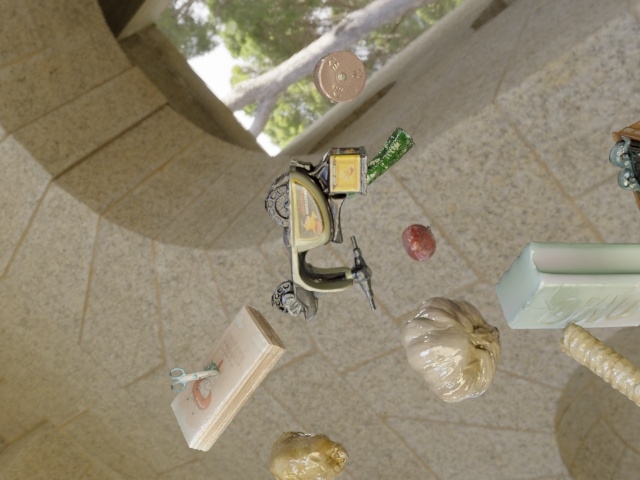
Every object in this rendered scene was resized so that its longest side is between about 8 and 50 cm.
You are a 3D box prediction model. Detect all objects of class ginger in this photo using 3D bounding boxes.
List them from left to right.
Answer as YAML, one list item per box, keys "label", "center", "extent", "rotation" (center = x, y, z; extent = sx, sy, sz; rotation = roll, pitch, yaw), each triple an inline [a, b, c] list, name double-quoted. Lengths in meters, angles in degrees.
- label: "ginger"
  center: [-0.043, 0.564, 1.662]
  extent: [0.138, 0.267, 0.152]
  rotation: [51, -126, -28]

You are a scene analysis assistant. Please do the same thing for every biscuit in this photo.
- label: "biscuit"
  center: [0.494, 0.218, 1.072]
  extent: [0.055, 0.061, 0.219]
  rotation: [-10, -144, -35]

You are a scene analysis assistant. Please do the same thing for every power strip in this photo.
- label: "power strip"
  center: [0.057, -0.489, 1.921]
  extent: [0.154, 0.154, 0.078]
  rotation: [40, 180, -20]

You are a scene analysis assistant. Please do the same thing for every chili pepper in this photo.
- label: "chili pepper"
  center: [0.151, -0.192, 1.679]
  extent: [0.059, 0.227, 0.088]
  rotation: [42, 178, 23]

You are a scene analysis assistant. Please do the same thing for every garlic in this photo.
- label: "garlic"
  center: [0.285, 0.223, 1.352]
  extent: [0.228, 0.152, 0.228]
  rotation: [11, -119, -20]

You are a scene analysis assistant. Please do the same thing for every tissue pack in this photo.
- label: "tissue pack"
  center: [-0.229, 0.331, 1.553]
  extent: [0.071, 0.325, 0.170]
  rotation: [29, -169, -39]

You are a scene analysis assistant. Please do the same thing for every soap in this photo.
- label: "soap"
  center: [0.477, 0.085, 1.152]
  extent: [0.290, 0.173, 0.095]
  rotation: [1, -125, -13]

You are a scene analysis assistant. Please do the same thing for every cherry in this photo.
- label: "cherry"
  center: [0.280, -0.007, 1.806]
  extent: [0.107, 0.090, 0.225]
  rotation: [52, -160, -6]

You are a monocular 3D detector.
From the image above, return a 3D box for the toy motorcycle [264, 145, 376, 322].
- label: "toy motorcycle"
  center: [0.000, 0.000, 0.933]
  extent: [0.091, 0.157, 0.263]
  rotation: [-86, -7, -69]

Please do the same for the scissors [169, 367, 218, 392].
- label: "scissors"
  center: [-0.298, 0.322, 1.508]
  extent: [0.014, 0.119, 0.058]
  rotation: [58, -159, -70]

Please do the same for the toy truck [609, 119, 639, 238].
- label: "toy truck"
  center: [0.712, -0.098, 1.240]
  extent: [0.338, 0.184, 0.133]
  rotation: [57, 177, -25]
